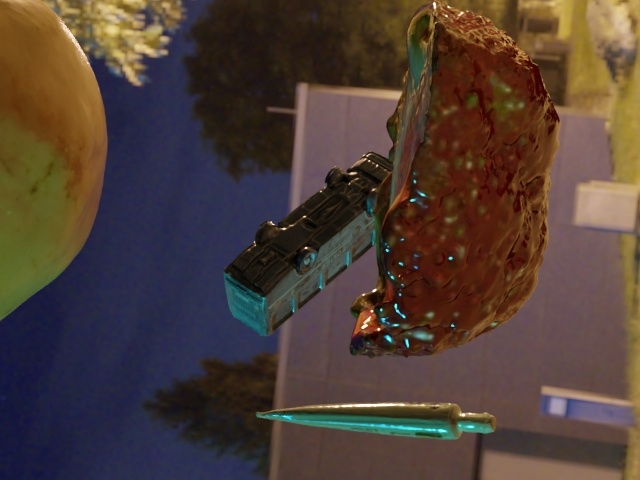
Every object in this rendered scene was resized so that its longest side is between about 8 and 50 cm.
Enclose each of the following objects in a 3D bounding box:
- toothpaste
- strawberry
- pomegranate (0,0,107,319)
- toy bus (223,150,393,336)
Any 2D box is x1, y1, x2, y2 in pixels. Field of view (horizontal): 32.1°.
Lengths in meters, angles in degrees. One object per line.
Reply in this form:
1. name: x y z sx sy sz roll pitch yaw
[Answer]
1. toothpaste: 0.057 0.186 1.160 0.067 0.255 0.037 21 -111 -64
2. strawberry: 0.055 -0.028 0.439 0.187 0.082 0.146 89 -177 -65
3. pomegranate: -0.336 -0.085 0.834 0.342 0.342 0.342 7 -90 -80
4. toy bus: 0.000 0.000 0.821 0.166 0.047 0.065 -39 -34 -31
